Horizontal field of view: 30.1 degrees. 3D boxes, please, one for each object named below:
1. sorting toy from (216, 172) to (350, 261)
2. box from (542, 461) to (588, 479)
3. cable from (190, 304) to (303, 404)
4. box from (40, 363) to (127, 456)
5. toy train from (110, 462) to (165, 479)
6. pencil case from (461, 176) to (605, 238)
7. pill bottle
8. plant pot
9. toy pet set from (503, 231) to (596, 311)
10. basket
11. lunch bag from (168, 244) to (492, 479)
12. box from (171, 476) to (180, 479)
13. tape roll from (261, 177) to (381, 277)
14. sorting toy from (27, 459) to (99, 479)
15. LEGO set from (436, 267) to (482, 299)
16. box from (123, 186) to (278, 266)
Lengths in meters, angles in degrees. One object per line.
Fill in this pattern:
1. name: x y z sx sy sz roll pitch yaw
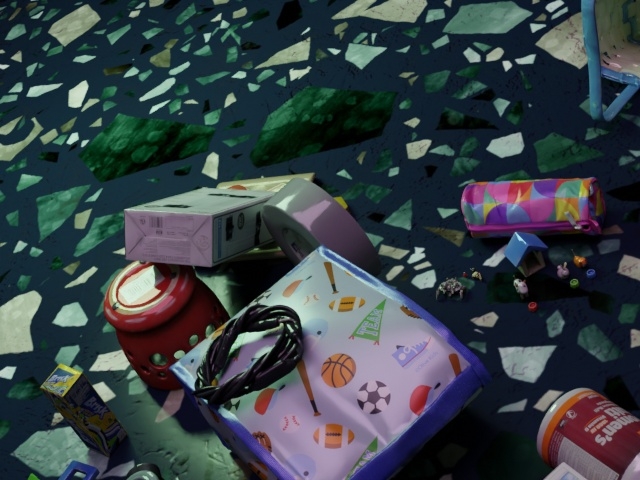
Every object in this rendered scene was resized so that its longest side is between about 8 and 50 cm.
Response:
1. sorting toy: -0.086 -0.051 2.234 0.307 0.041 0.229 -5 45 24
2. box: 0.348 0.390 1.473 0.103 0.114 0.203 -39 43 -14
3. cable: -0.110 0.158 1.672 0.184 0.047 0.150 -33 38 6
4. box: -0.384 0.278 1.940 0.059 0.169 0.054 14 53 37
5. toy train: -0.257 0.479 1.686 0.190 0.142 0.334 -34 46 12
6. pencil case: 0.352 -0.052 1.960 0.236 0.104 0.104 -2 46 29
7. pill bottle: 0.397 0.293 1.545 0.121 0.121 0.221 -40 41 -16
8. plant pot: -0.264 0.133 2.033 0.191 0.174 0.191 -14 44 13
9. toy pet set: 0.353 0.034 1.891 0.122 0.065 0.114 -30 40 -4
10. basket: 0.546 -0.377 2.084 0.201 0.255 0.289 22 48 39
11. lunch bag: 0.023 0.227 1.729 0.328 0.239 0.385 -41 32 -14
12. box: -0.230 0.412 1.831 0.067 0.018 0.083 -34 40 -9
13. tape roll: 0.000 0.000 1.996 0.072 0.219 0.219 -42 42 -16
14. sorting toy: -0.451 0.498 1.839 0.196 0.047 0.348 -6 43 29
15. LEGO set: 0.224 0.069 1.954 0.083 0.023 0.054 -42 42 -17
16. box: -0.195 -0.028 2.053 0.169 0.087 0.290 4 11 20
